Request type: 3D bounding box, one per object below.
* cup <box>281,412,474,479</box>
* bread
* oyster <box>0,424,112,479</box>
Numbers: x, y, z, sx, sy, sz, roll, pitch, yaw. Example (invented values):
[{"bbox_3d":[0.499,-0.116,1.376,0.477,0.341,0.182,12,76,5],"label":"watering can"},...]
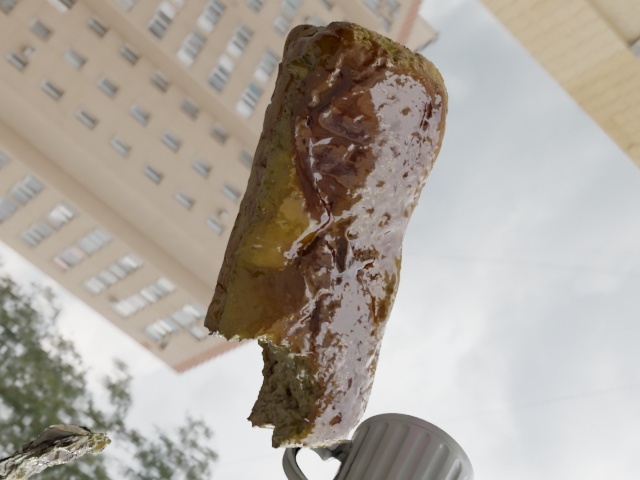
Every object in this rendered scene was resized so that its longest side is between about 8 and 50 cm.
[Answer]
[{"bbox_3d":[0.057,0.338,1.336,0.221,0.167,0.202,2,-146,27],"label":"cup"},{"bbox_3d":[0.000,0.000,0.970,0.109,0.185,0.381,16,-89,48],"label":"bread"},{"bbox_3d":[-0.342,0.260,1.318,0.165,0.053,0.108,-25,168,11],"label":"oyster"}]
